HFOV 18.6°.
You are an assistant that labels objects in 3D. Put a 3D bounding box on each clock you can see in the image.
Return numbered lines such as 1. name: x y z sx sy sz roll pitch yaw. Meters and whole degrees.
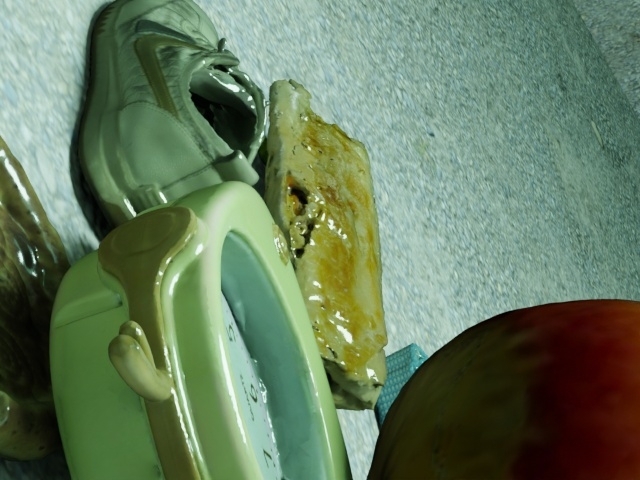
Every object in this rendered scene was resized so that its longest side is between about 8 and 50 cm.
1. clock: -0.063 0.093 1.016 0.308 0.096 0.235 -23 98 -80

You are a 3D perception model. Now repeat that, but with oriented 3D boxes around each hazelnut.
1. hazelnut: 0.170 0.228 1.135 0.359 0.359 0.409 50 31 -45

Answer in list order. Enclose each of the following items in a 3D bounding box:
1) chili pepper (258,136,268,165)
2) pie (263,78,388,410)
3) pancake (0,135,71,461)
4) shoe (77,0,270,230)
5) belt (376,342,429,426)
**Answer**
1. chili pepper: -0.034 -0.068 1.543 0.030 0.017 0.083 59 14 4
2. pie: 0.000 0.000 1.454 0.128 0.068 0.282 40 34 -36
3. pancake: -0.178 0.000 0.969 0.235 0.029 0.212 59 17 -31
4. shoe: -0.086 -0.091 1.267 0.275 0.098 0.103 -92 158 -54
5. belt: 0.092 0.170 1.539 0.100 0.065 0.179 27 42 -51
